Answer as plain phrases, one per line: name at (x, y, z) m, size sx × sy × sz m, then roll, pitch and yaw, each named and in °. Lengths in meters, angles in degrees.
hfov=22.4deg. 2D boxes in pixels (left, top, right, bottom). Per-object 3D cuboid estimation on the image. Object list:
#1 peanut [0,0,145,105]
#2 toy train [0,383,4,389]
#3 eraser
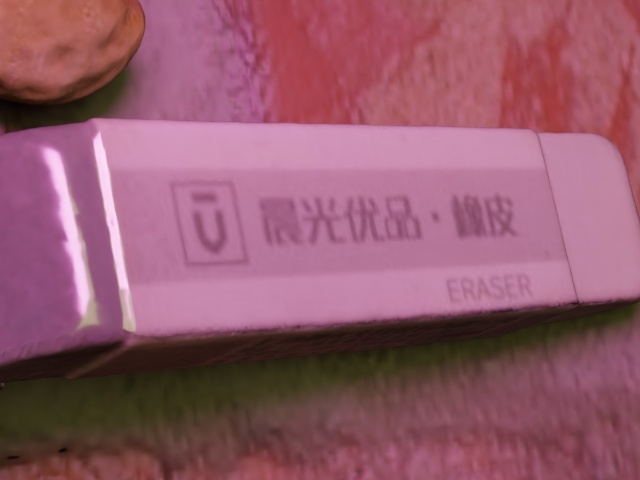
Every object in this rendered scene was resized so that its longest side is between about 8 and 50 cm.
peanut at (-0.177, -0.134, 0.639) m, size 0.236 × 0.110 × 0.120 m, roll 35°, pitch 38°, yaw -15°
toy train at (-0.155, 0.132, 0.585) m, size 0.089 × 0.086 × 0.409 m, roll 0°, pitch 76°, yaw -23°
eraser at (0.000, 0.000, 0.655) m, size 0.352 × 0.061 × 0.089 m, roll -3°, pitch 77°, yaw -41°
